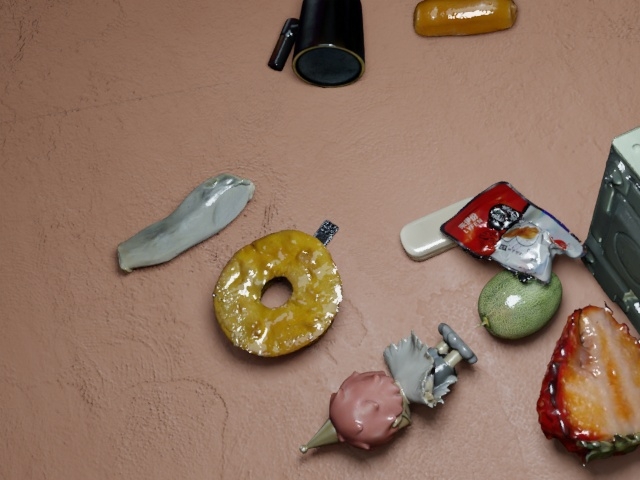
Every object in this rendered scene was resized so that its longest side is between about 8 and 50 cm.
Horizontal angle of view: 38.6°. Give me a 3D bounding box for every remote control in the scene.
[{"bbox_3d":[0.000,0.000,2.000,0.039,0.014,0.096,33,78,18],"label":"remote control"}]

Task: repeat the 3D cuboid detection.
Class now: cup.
[{"bbox_3d":[-0.014,-0.468,2.096,0.239,0.166,0.177,-1,66,9],"label":"cup"}]

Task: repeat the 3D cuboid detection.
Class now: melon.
[{"bbox_3d":[0.389,0.124,1.813,0.192,0.139,0.139,-30,67,-13],"label":"melon"}]

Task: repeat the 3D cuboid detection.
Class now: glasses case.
[{"bbox_3d":[0.265,-0.024,1.939,0.196,0.050,0.083,-22,65,1],"label":"glasses case"}]

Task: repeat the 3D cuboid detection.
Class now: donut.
[{"bbox_3d":[-0.082,0.118,1.917,0.278,0.108,0.277,-3,73,11],"label":"donut"}]

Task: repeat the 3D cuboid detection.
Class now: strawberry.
[{"bbox_3d":[0.505,0.290,1.734,0.253,0.150,0.280,-22,64,-20],"label":"strawberry"}]

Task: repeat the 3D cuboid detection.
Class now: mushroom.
[{"bbox_3d":[-0.300,-0.037,2.028,0.351,0.097,0.109,-35,67,0],"label":"mushroom"}]

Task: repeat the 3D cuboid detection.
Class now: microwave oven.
[{"bbox_3d":[0.657,-0.002,1.642,0.247,0.394,0.333,-26,60,-7],"label":"microwave oven"}]

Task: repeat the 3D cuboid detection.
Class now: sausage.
[{"bbox_3d":[0.329,-0.515,2.087,0.238,0.098,0.098,-1,70,11],"label":"sausage"}]

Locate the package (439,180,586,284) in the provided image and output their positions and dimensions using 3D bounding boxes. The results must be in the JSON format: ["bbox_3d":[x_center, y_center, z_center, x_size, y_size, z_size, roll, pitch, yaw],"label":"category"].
[{"bbox_3d":[0.391,-0.010,1.834,0.194,0.071,0.269,-28,39,-24],"label":"package"}]

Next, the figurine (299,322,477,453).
[{"bbox_3d":[0.130,0.317,1.793,0.387,0.166,0.207,-40,34,-3],"label":"figurine"}]

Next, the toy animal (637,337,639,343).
[{"bbox_3d":[0.697,0.224,1.770,0.241,0.057,0.099,19,68,18],"label":"toy animal"}]
